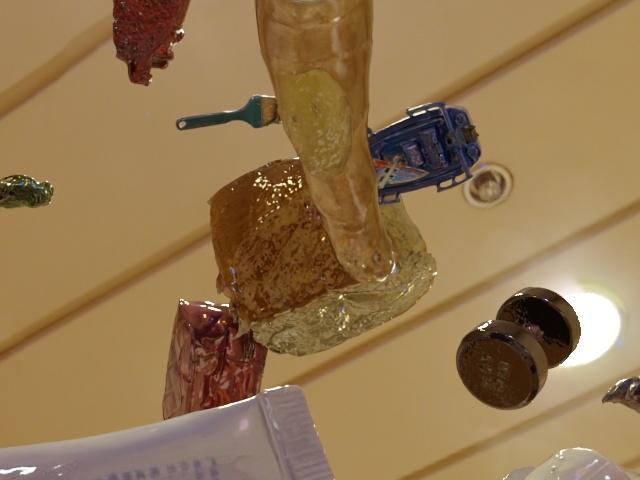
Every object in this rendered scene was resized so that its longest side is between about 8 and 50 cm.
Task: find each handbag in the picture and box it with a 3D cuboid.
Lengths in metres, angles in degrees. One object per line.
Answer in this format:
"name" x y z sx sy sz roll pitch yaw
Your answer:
"handbag" -0.154 0.200 1.212 0.136 0.146 0.225 4 -72 -20

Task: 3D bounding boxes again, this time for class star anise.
"star anise" 0.456 0.201 1.024 0.181 0.204 0.061 17 -103 4

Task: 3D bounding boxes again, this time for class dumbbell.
"dumbbell" 0.353 0.185 1.442 0.153 0.218 0.152 16 -61 33

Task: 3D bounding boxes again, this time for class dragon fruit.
"dragon fruit" -0.199 -0.251 1.001 0.097 0.063 0.131 -2 -96 1

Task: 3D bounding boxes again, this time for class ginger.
"ginger" 0.010 -0.095 0.608 0.086 0.131 0.294 -12 -64 0

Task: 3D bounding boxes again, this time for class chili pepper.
"chili pepper" -0.512 -0.052 1.299 0.182 0.050 0.073 -30 -86 11

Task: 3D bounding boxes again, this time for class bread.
"bread" 0.000 0.000 1.072 0.250 0.279 0.225 -29 -36 13

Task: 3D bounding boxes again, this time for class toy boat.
"toy boat" 0.068 -0.074 0.806 0.175 0.110 0.091 -18 -76 23

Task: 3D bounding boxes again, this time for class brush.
"brush" -0.135 -0.184 1.215 0.164 0.014 0.051 -12 -56 -17

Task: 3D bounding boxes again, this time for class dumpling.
"dumpling" 0.242 0.265 0.802 0.199 0.136 0.118 -13 -61 -24

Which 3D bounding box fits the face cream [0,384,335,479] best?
"face cream" -0.141 0.200 0.398 0.420 0.234 0.137 -2 -36 -35
